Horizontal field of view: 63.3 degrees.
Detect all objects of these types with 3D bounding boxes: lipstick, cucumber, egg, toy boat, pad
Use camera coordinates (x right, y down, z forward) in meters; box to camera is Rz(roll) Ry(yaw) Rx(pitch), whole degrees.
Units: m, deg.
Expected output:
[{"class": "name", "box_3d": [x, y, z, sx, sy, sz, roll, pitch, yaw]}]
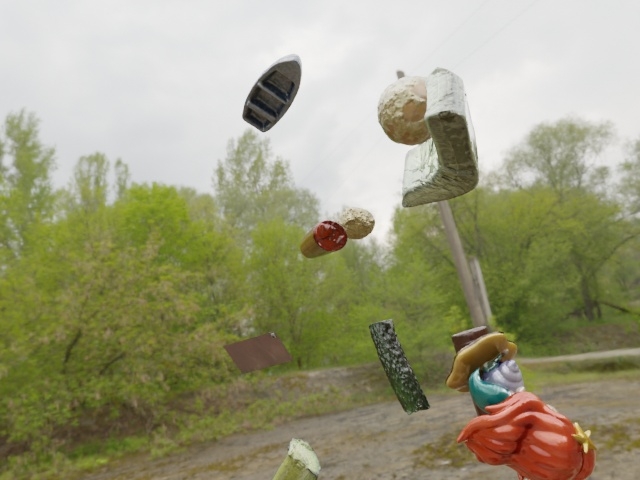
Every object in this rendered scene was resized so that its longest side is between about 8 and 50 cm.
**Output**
[{"class": "lipstick", "box_3d": [0.001, 0.001, 1.160, 0.073, 0.073, 0.280, -11, -3, -9]}, {"class": "cucumber", "box_3d": [-0.106, 0.813, 1.730, 0.325, 0.145, 0.105, -61, -13, 23]}, {"class": "egg", "box_3d": [0.267, -0.374, 1.511, 0.204, 0.203, 0.245, -17, 8, 19]}, {"class": "toy boat", "box_3d": [-0.138, -0.451, 1.568, 0.127, 0.078, 0.283, 34, -45, -13]}, {"class": "egg", "box_3d": [0.120, -0.060, 1.742, 0.140, 0.116, 0.118, -12, -17, -45]}, {"class": "cucumber", "box_3d": [0.149, 0.243, 1.002, 0.058, 0.186, 0.058, -23, -13, -5]}, {"class": "pad", "box_3d": [-0.180, 0.325, 1.490, 0.188, 0.113, 0.006, -20, 23, 25]}]

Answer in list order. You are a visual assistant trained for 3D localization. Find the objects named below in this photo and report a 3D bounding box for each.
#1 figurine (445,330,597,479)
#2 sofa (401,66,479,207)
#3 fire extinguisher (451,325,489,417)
[{"class": "figurine", "box_3d": [0.344, 0.318, 0.936, 0.181, 0.257, 0.208, -42, -51, 10]}, {"class": "sofa", "box_3d": [0.243, -0.224, 1.138, 0.176, 0.210, 0.225, -10, -49, 22]}, {"class": "fire extinguisher", "box_3d": [0.459, 0.398, 1.354, 0.138, 0.343, 0.102, -27, -15, 40]}]
